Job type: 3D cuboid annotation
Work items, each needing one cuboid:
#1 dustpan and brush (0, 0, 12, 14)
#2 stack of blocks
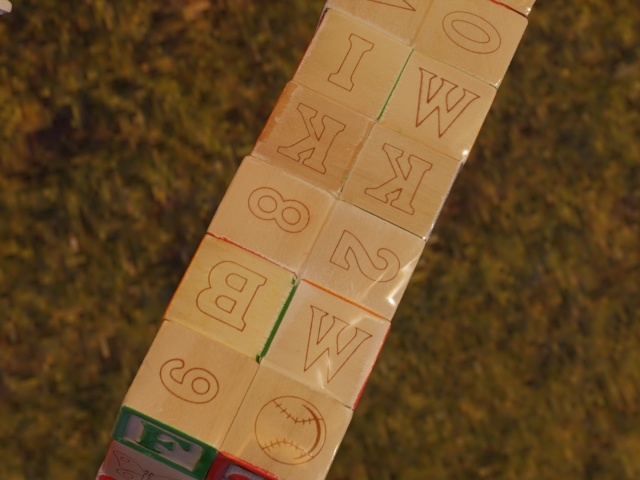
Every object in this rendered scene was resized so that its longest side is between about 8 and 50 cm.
[{"bbox_3d":[-0.227,-0.152,0.831,0.211,0.060,0.147,15,178,-19],"label":"dustpan and brush"},{"bbox_3d":[0.000,0.000,0.906,0.087,0.297,0.171,26,153,0],"label":"stack of blocks"}]
